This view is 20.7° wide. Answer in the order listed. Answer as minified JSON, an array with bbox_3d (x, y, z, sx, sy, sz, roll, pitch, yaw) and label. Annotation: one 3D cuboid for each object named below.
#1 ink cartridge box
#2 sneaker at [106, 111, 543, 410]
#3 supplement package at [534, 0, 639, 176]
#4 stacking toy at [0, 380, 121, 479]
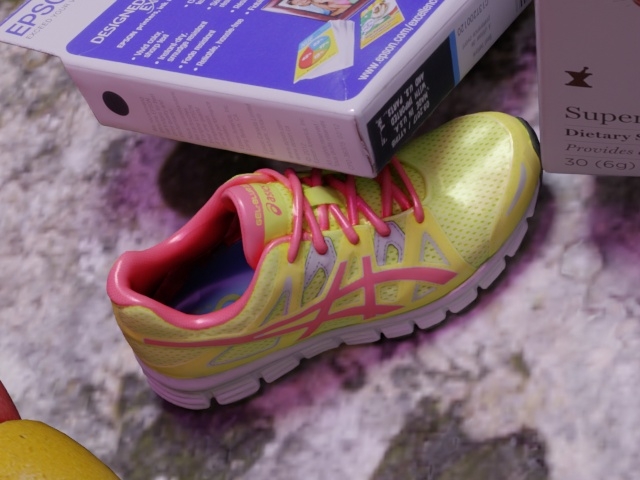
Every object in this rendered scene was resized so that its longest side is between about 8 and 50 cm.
[{"bbox_3d":[-0.013,-0.119,0.824,0.208,0.045,0.206,15,46,31],"label":"ink cartridge box"},{"bbox_3d":[0.000,0.000,0.763,0.208,0.094,0.081,-30,52,5],"label":"sneaker"},{"bbox_3d":[0.167,-0.165,0.637,0.177,0.293,0.175,2,62,10],"label":"supplement package"},{"bbox_3d":[-0.170,0.150,0.668,0.480,0.350,0.350,21,72,16],"label":"stacking toy"}]
